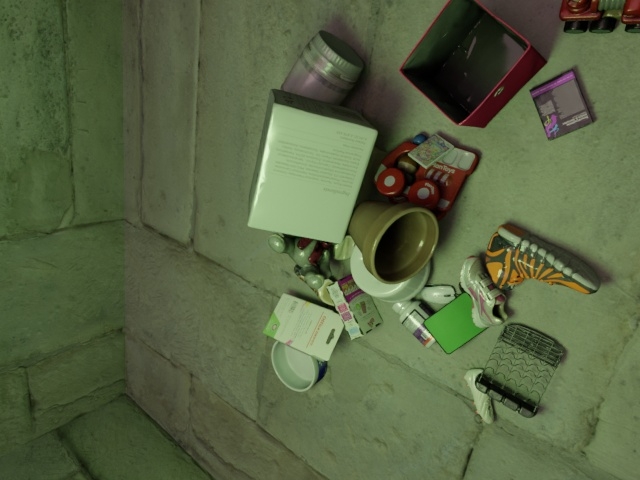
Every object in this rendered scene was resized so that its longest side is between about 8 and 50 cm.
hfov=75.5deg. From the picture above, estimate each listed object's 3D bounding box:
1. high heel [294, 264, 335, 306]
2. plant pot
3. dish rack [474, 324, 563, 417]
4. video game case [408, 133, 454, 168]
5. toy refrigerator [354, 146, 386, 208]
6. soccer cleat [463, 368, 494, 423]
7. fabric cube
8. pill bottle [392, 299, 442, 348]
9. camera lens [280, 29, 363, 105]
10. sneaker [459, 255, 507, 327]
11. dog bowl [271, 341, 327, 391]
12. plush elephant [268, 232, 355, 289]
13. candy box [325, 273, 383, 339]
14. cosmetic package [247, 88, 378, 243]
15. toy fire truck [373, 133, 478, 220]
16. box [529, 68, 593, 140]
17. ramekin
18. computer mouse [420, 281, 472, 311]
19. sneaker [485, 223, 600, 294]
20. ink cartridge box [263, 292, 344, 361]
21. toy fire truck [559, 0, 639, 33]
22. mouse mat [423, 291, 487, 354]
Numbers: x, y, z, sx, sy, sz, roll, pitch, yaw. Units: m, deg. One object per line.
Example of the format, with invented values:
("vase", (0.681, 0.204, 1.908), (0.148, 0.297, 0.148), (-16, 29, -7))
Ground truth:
("high heel", (-0.004, 0.193, 1.821), (0.261, 0.186, 0.093), (42, 85, -10))
("plant pot", (0.208, -0.027, 1.330), (0.229, 0.262, 0.263), (43, 126, 50))
("dish rack", (0.645, 0.418, 1.348), (0.208, 0.074, 0.272), (26, 98, 28))
("video game case", (0.361, -0.293, 1.350), (0.087, 0.122, 0.011), (47, 168, 33))
("toy refrigerator", (0.142, -0.229, 1.576), (0.102, 0.094, 0.270), (34, 120, 26))
("soccer cleat", (0.572, 0.547, 1.452), (0.076, 0.068, 0.196), (-26, 81, 35))
("fabric cube", (0.437, -0.499, 1.184), (0.259, 0.258, 0.254), (51, 124, 17))
("pill bottle", (0.360, 0.292, 1.524), (0.193, 0.108, 0.108), (45, 123, 21))
("camera lens", (-0.001, -0.585, 1.519), (0.219, 0.219, 0.274), (53, 126, 15))
("sneaker", (0.543, 0.166, 1.346), (0.111, 0.102, 0.252), (-10, 103, 60))
("dog bowl", (-0.101, 0.562, 1.940), (0.264, 0.104, 0.265), (9, 106, 36))
("plush elephant", (0.000, 0.000, 1.654), (0.255, 0.330, 0.272), (-45, 86, 12))
("candy box", (0.137, 0.257, 1.653), (0.071, 0.159, 0.234), (-32, 80, 39))
("cosmetic package", (-0.048, -0.254, 1.393), (0.329, 0.327, 0.394), (-106, 30, -62))
("toy fire truck", (0.345, -0.224, 1.402), (0.302, 0.169, 0.254), (28, 90, 30))
("box", (0.681, -0.381, 1.172), (0.116, 0.029, 0.162), (-21, 86, 39))
("ramekin", (0.242, 0.083, 1.493), (0.277, 0.135, 0.278), (-7, 76, 31))
("computer mouse", (0.443, 0.197, 1.480), (0.192, 0.042, 0.106), (-4, 99, 38))
("sneaker", (0.655, 0.098, 1.262), (0.321, 0.124, 0.180), (40, 126, 36))
("ink cartridge box", (-0.048, 0.383, 1.789), (0.353, 0.119, 0.207), (15, 69, 35))
("toy fire truck", (0.689, -0.598, 0.975), (0.217, 0.246, 0.159), (19, 112, 33))
("mouse mat", (0.471, 0.287, 1.428), (0.189, 0.007, 0.153), (-38, 92, 8))
